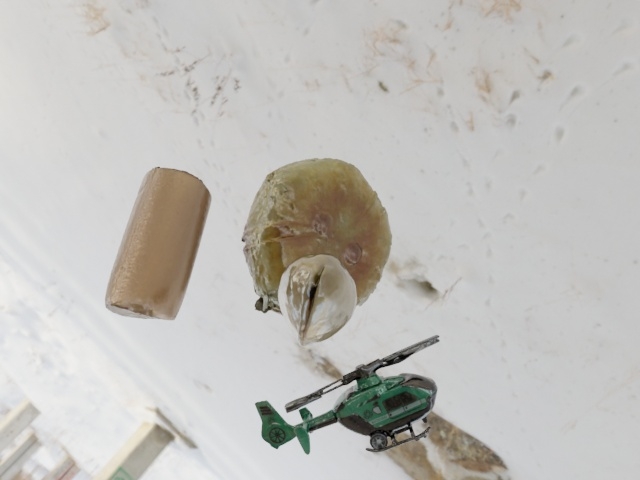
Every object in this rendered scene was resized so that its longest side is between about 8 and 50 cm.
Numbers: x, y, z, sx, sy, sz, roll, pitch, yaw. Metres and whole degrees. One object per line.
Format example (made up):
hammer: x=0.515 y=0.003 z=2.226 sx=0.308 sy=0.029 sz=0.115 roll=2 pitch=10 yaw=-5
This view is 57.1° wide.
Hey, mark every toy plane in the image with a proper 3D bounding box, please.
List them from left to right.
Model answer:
toy plane: x=0.069 y=0.311 z=1.099 sx=0.106 sy=0.381 sz=0.155 roll=-45 pitch=-67 yaw=-83

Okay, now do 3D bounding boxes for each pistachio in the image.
pistachio: x=-0.007 y=0.075 z=0.788 sx=0.108 sy=0.126 sz=0.185 roll=21 pitch=155 yaw=9

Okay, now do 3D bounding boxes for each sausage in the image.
sausage: x=-0.259 y=0.015 z=0.940 sx=0.123 sy=0.253 sz=0.123 roll=8 pitch=151 yaw=4

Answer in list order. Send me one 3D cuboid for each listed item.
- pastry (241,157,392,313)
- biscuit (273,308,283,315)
pastry: x=0.000 y=0.000 z=1.135 sx=0.136 sy=0.329 sz=0.330 roll=0 pitch=130 yaw=55
biscuit: x=-0.077 y=0.106 z=1.212 sx=0.119 sy=0.130 sz=0.019 roll=-14 pitch=140 yaw=4
